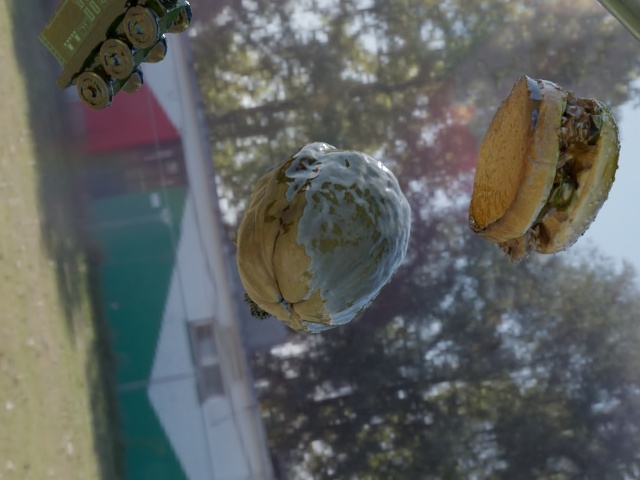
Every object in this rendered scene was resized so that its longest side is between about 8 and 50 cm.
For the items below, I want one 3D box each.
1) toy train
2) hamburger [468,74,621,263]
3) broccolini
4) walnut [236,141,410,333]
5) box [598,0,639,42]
[{"bbox_3d":[-0.250,-0.258,1.293,0.137,0.090,0.225,49,-52,0],"label":"toy train"},{"bbox_3d":[0.232,-0.067,1.142,0.182,0.118,0.191,-169,-82,-83],"label":"hamburger"},{"bbox_3d":[-0.116,0.047,1.717,0.201,0.058,0.074,61,12,-48],"label":"broccolini"},{"bbox_3d":[0.000,0.000,1.489,0.283,0.227,0.283,-2,92,-64],"label":"walnut"},{"bbox_3d":[0.484,-0.309,1.351,0.312,0.182,0.175,40,9,-20],"label":"box"}]
